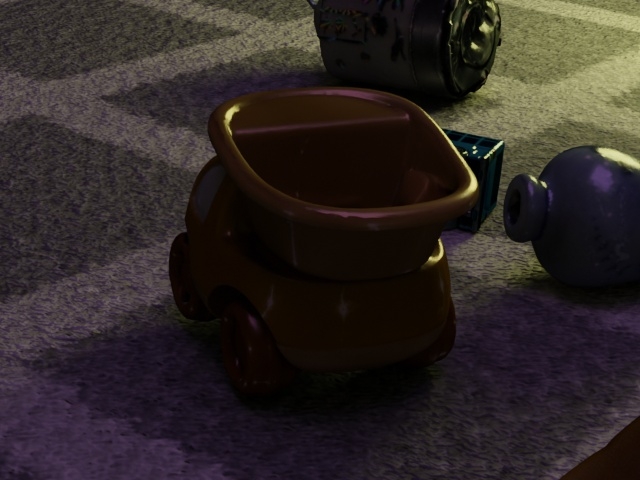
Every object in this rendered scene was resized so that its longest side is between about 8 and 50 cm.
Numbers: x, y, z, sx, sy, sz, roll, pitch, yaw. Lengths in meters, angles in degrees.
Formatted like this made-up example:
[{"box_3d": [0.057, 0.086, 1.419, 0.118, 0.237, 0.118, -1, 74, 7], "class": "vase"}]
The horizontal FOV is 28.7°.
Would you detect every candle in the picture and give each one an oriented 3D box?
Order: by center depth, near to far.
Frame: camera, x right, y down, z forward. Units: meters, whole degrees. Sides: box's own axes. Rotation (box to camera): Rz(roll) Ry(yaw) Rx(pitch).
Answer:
[{"box_3d": [0.081, -0.311, 1.766, 0.330, 0.187, 0.187, 13, 26, 27], "class": "candle"}]

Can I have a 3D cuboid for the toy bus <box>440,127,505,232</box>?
[{"box_3d": [0.100, -0.078, 1.368, 0.184, 0.090, 0.106, 14, 26, 20], "class": "toy bus"}]

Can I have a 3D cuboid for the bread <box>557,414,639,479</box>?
[{"box_3d": [0.212, 0.164, 0.805, 0.226, 0.049, 0.088, -32, 32, -17], "class": "bread"}]

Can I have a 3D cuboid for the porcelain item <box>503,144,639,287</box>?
[{"box_3d": [0.306, -0.017, 1.211, 0.259, 0.141, 0.141, 7, 23, -12], "class": "porcelain item"}]

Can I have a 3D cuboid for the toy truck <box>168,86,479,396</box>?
[{"box_3d": [0.000, 0.000, 1.039, 0.204, 0.212, 0.288, -6, 29, -22], "class": "toy truck"}]
